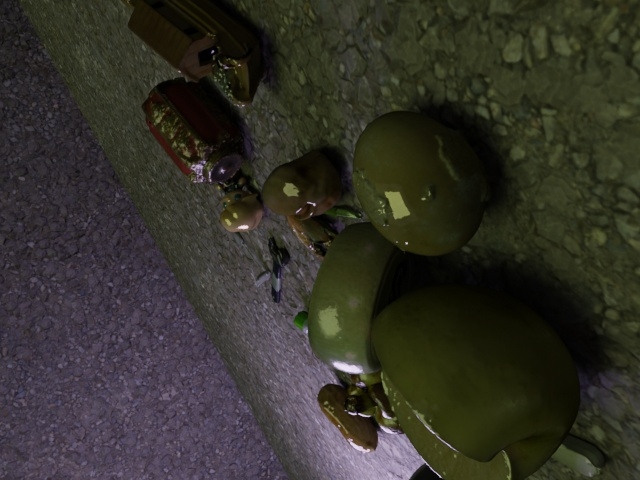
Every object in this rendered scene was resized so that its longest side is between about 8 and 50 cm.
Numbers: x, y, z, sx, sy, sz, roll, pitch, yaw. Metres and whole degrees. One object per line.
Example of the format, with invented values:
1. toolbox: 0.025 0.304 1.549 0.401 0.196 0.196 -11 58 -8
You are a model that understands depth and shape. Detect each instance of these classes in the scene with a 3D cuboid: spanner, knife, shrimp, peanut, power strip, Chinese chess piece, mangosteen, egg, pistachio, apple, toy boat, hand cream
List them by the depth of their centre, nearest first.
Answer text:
1. egg: 0.127 -0.076 0.697 0.201 0.164 0.164 58 156 13
2. apple: 0.213 0.187 0.746 0.257 0.234 0.295 55 171 48
3. power strip: 0.363 0.321 0.856 0.191 0.030 0.047 9 128 59
4. Chinese chess piece: 0.074 0.094 0.883 0.101 0.250 0.250 13 135 23
5. mangosteen: 0.127 0.269 1.018 0.192 0.217 0.192 34 139 36
6. pistachio: -0.039 -0.103 1.023 0.130 0.131 0.206 22 171 -22
7. toy boat: -0.272 -0.410 1.053 0.445 0.162 0.135 45 155 27
8. knife: 0.022 -0.060 1.071 0.026 0.022 0.184 38 167 -32
9. shrimp: 0.002 -0.001 1.154 0.251 0.052 0.143 35 158 55
10. hand cream: 0.038 0.274 1.408 0.275 0.050 0.079 32 172 36
11. peanut: 0.080 0.503 1.524 0.226 0.095 0.108 47 169 16
12. spanner: -0.127 0.096 1.531 0.087 0.024 0.315 50 156 22

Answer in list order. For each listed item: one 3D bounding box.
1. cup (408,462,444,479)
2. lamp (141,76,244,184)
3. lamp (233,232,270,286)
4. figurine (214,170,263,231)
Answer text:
1. cup: 0.302 0.630 1.107 0.212 0.212 0.317 26 140 50
2. lamp: -0.300 -0.259 1.273 0.274 0.177 0.177 50 154 16
3. lamp: -0.223 0.052 1.627 0.198 0.056 0.050 50 157 26
4. figurine: -0.218 -0.117 1.374 0.108 0.114 0.195 -168 58 -89
